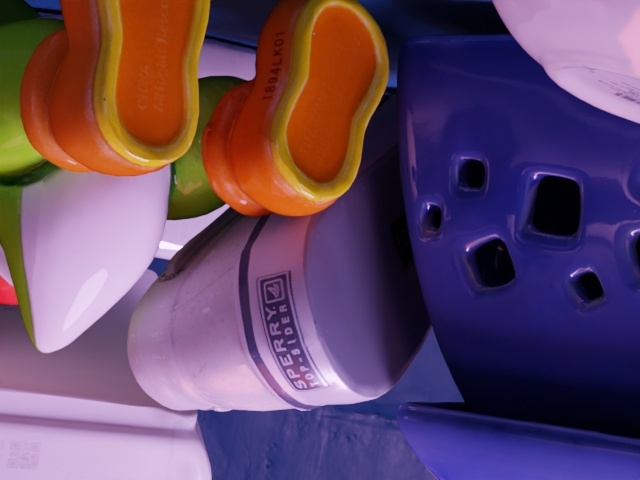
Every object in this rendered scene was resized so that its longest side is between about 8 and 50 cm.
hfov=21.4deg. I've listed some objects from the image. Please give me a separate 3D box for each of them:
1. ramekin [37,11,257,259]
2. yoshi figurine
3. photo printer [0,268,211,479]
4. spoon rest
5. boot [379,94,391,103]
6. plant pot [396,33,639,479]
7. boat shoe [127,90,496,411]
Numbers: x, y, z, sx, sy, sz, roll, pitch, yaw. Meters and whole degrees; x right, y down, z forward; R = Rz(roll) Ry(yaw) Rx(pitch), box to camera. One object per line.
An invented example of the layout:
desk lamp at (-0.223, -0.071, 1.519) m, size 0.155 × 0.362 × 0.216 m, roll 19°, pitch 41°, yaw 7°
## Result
ramekin at (-0.132, -0.060, 1.121) m, size 0.277 × 0.135 × 0.277 m, roll 9°, pitch 178°, yaw 0°
yoshi figurine at (-0.142, -0.076, 0.826) m, size 0.362 × 0.203 × 0.203 m, roll -12°, pitch -159°, yaw 48°
photo printer at (-0.206, 0.075, 0.994) m, size 0.256 × 0.107 × 0.307 m, roll 7°, pitch -165°, yaw -12°
spoon rest at (0.184, -0.061, 0.593) m, size 0.276 × 0.084 × 0.137 m, roll 22°, pitch 176°, yaw -8°
boot at (0.065, -0.079, 1.111) m, size 0.087 × 0.042 × 0.118 m, roll 17°, pitch 175°, yaw 25°
plant pot at (0.179, 0.025, 0.795) m, size 0.236 × 0.212 × 0.236 m, roll 5°, pitch 177°, yaw 34°
boat shoe at (0.002, 0.009, 0.912) m, size 0.156 × 0.136 × 0.367 m, roll -14°, pitch -167°, yaw 26°
